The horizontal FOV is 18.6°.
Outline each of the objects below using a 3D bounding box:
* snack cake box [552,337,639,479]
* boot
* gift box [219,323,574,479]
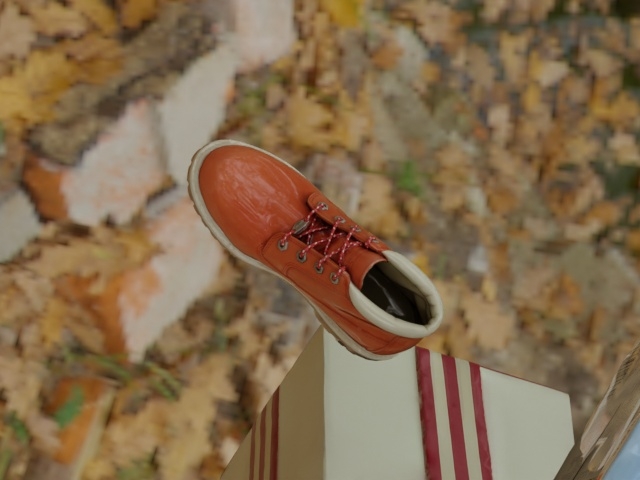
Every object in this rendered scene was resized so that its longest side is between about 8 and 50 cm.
[{"bbox_3d":[0.144,0.164,0.940,0.089,0.152,0.264,33,76,1],"label":"snack cake box"},{"bbox_3d":[0.000,0.000,1.031,0.158,0.084,0.059,40,76,-8],"label":"boot"},{"bbox_3d":[0.053,0.231,1.463,0.255,0.276,0.258,14,45,-13],"label":"gift box"}]
